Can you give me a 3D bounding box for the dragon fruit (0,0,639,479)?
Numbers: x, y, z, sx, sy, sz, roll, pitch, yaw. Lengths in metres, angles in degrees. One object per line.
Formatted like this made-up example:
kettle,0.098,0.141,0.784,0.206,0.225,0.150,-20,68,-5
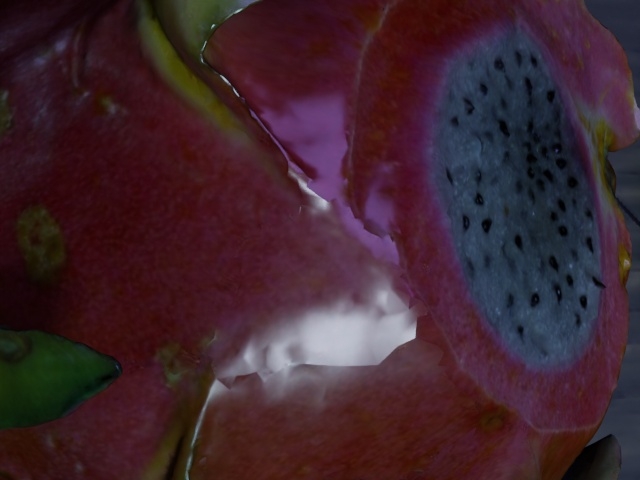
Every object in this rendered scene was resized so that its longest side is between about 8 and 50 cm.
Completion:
dragon fruit,0.000,0.000,0.683,0.291,0.189,0.290,14,70,-42
